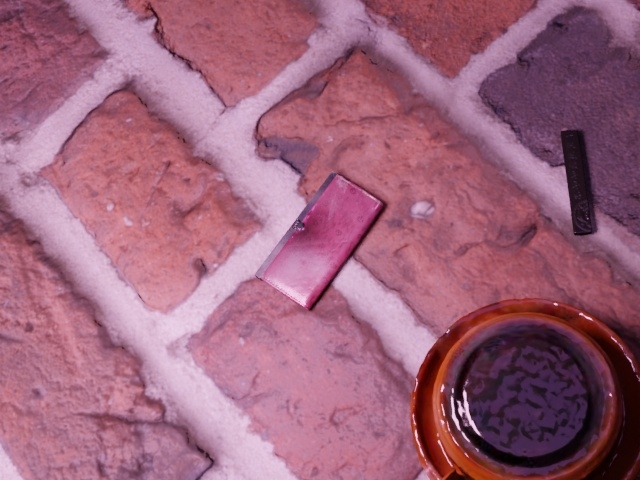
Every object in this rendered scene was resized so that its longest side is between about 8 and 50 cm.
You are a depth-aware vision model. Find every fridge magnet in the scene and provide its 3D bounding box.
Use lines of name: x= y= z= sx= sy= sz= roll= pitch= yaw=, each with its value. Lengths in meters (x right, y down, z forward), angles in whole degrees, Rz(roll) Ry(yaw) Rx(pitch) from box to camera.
fridge magnet: x=0.314 y=0.256 z=1.582 sx=0.363 sy=0.155 sz=0.364 roll=-5 pitch=66 yaw=12

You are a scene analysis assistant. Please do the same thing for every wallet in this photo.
wallet: x=0.000 y=0.000 z=1.821 sx=0.119 sy=0.025 sz=0.232 roll=33 pitch=80 yaw=21

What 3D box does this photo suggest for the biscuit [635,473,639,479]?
biscuit: x=0.523 y=0.449 z=1.516 sx=0.131 sy=0.026 sz=0.237 roll=-5 pitch=62 yaw=-10

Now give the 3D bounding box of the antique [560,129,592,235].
antique: x=0.432 y=-0.100 z=1.770 sx=0.031 sy=0.015 sz=0.192 roll=-6 pitch=68 yaw=10
